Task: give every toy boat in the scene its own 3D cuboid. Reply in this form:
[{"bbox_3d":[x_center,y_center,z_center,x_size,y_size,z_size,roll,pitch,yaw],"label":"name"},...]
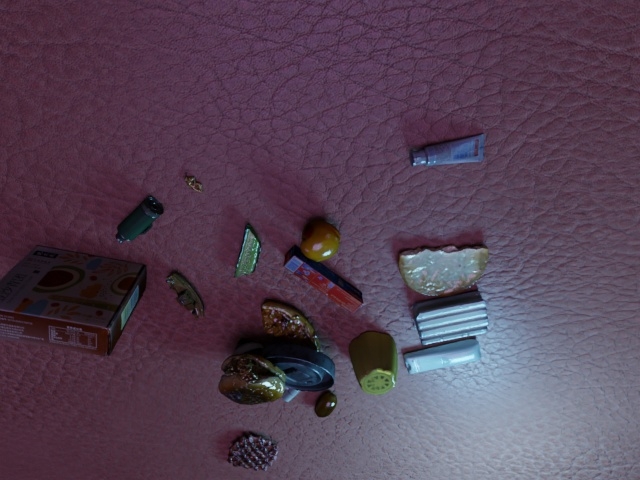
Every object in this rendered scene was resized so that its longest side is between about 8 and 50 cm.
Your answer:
[{"bbox_3d":[-0.483,0.203,1.731,0.064,0.072,0.206,-23,115,14],"label":"toy boat"}]

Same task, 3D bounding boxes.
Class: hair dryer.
[{"bbox_3d":[-0.155,0.595,1.964,0.137,0.047,0.082,38,113,-13],"label":"hair dryer"}]

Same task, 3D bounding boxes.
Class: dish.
[{"bbox_3d":[-0.289,0.414,1.854,0.141,0.078,0.141,-20,152,-12],"label":"dish"}]

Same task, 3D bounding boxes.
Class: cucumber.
[{"bbox_3d":[-0.243,0.037,1.657,0.070,0.046,0.220,13,119,-9],"label":"cucumber"}]

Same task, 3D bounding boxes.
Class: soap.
[{"bbox_3d":[0.473,0.284,1.769,0.261,0.094,0.150,-12,113,8],"label":"soap"}]

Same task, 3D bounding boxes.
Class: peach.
[{"bbox_3d":[0.000,0.000,1.582,0.138,0.138,0.138,0,119,0],"label":"peach"}]

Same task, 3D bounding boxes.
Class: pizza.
[{"bbox_3d":[-0.410,-0.184,1.550,0.037,0.016,0.083,-38,111,12],"label":"pizza"},{"bbox_3d":[-0.114,0.339,1.799,0.161,0.085,0.305,-40,110,20],"label":"pizza"}]

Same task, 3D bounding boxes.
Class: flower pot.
[{"bbox_3d":[0.208,0.475,1.820,0.195,0.179,0.195,-1,121,-1],"label":"flower pot"}]

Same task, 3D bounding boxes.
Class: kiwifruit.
[{"bbox_3d":[0.022,0.684,1.996,0.075,0.075,0.124,28,111,-14],"label":"kiwifruit"}]

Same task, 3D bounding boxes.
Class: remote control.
[{"bbox_3d":[0.480,0.462,1.886,0.293,0.051,0.103,-14,118,8],"label":"remote control"}]

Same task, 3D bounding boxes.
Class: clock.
[{"bbox_3d":[-0.094,0.484,1.824,0.313,0.061,0.312,8,143,6],"label":"clock"}]

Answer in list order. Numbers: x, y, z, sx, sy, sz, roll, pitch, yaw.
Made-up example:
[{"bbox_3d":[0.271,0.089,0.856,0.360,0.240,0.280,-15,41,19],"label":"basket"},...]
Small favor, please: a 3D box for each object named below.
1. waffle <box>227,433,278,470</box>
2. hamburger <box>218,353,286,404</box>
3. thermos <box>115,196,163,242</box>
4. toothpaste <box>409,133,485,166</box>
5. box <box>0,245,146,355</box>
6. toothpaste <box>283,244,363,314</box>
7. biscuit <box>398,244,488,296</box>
[{"bbox_3d":[-0.300,0.950,2.153,0.221,0.055,0.234,17,122,-11],"label":"waffle"},{"bbox_3d":[-0.245,0.510,1.744,0.243,0.146,0.286,13,143,-10],"label":"hamburger"},{"bbox_3d":[-0.606,-0.061,1.593,0.188,0.083,0.073,-37,91,20],"label":"thermos"},{"bbox_3d":[0.395,-0.270,1.487,0.234,0.057,0.089,-9,120,-3],"label":"toothpaste"},{"bbox_3d":[-0.815,0.185,1.566,0.385,0.344,0.122,11,120,-6],"label":"box"},{"bbox_3d":[0.014,0.140,1.694,0.320,0.076,0.066,37,113,-18],"label":"toothpaste"},{"bbox_3d":[0.429,0.108,1.697,0.309,0.040,0.204,-5,118,3],"label":"biscuit"}]
